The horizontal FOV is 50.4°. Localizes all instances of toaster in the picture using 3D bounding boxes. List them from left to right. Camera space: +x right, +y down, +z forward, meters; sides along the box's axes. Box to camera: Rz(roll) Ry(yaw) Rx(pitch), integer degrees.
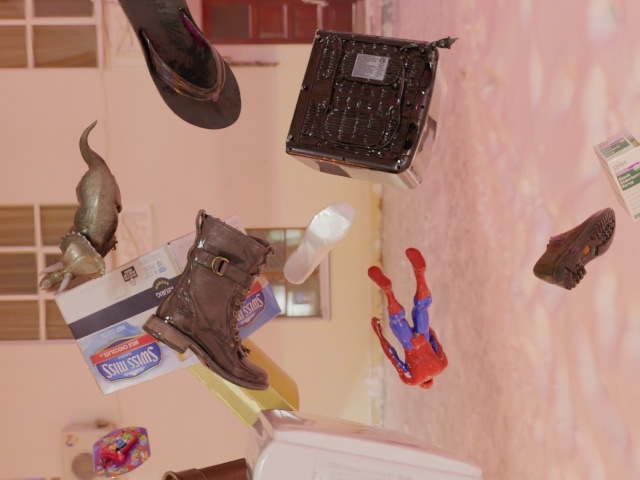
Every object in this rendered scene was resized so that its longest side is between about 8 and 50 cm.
[{"bbox_3d":[0.068,-0.163,0.844,0.110,0.185,0.168,25,-102,-69],"label":"toaster"}]

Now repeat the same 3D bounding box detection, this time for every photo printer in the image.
[{"bbox_3d":[0.034,0.282,0.842,0.307,0.256,0.107,130,151,-78],"label":"photo printer"}]

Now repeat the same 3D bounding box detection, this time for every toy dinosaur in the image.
[{"bbox_3d":[-0.383,-0.051,1.164,0.160,0.121,0.314,-6,67,65],"label":"toy dinosaur"}]

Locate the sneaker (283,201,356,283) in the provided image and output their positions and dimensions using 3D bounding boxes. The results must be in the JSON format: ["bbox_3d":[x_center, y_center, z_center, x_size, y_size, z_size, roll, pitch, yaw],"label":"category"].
[{"bbox_3d":[0.000,0.000,1.488,0.212,0.080,0.094,-49,-7,11],"label":"sneaker"}]

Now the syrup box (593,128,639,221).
[{"bbox_3d":[0.829,-0.172,1.824,0.237,0.093,0.096,49,-162,-34],"label":"syrup box"}]

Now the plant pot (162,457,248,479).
[{"bbox_3d":[-0.133,0.408,1.031,0.167,0.165,0.167,26,121,55],"label":"plant pot"}]

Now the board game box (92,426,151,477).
[{"bbox_3d":[-0.477,0.488,1.615,0.169,0.133,0.033,-130,27,-60],"label":"board game box"}]

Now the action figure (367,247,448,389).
[{"bbox_3d":[0.124,0.113,1.022,0.139,0.091,0.280,-122,10,-51],"label":"action figure"}]

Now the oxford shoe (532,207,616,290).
[{"bbox_3d":[0.480,0.002,1.288,0.096,0.227,0.083,13,130,51],"label":"oxford shoe"}]

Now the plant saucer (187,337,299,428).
[{"bbox_3d":[-0.200,0.356,1.787,0.081,0.333,0.333,-43,-6,-33],"label":"plant saucer"}]

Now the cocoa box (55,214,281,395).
[{"bbox_3d":[-0.302,0.131,1.367,0.231,0.347,0.228,-31,-83,-59],"label":"cocoa box"}]

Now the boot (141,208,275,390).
[{"bbox_3d":[-0.138,0.101,1.109,0.091,0.263,0.229,6,62,58],"label":"boot"}]

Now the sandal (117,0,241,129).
[{"bbox_3d":[-0.303,-0.407,1.448,0.107,0.167,0.446,45,168,51],"label":"sandal"}]
